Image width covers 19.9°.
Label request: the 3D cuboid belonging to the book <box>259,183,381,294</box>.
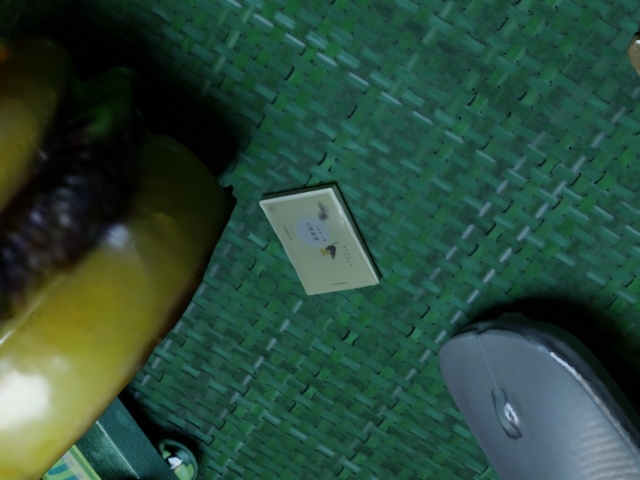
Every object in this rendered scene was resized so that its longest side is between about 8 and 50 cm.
[{"bbox_3d":[0.000,0.000,1.644,0.077,0.014,0.111,-9,123,29],"label":"book"}]

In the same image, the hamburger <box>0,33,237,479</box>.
[{"bbox_3d":[-0.295,0.023,1.539,0.277,0.396,0.396,40,132,-12],"label":"hamburger"}]

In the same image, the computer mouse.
[{"bbox_3d":[0.225,0.208,1.636,0.197,0.095,0.331,-11,121,52],"label":"computer mouse"}]

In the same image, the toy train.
[{"bbox_3d":[-0.240,0.209,1.846,0.157,0.105,0.253,-23,110,34],"label":"toy train"}]

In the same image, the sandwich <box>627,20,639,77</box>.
[{"bbox_3d":[0.293,-0.153,1.318,0.128,0.122,0.236,21,133,4],"label":"sandwich"}]

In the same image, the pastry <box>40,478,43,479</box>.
[{"bbox_3d":[-0.372,0.240,1.950,0.182,0.093,0.192,10,131,13],"label":"pastry"}]
